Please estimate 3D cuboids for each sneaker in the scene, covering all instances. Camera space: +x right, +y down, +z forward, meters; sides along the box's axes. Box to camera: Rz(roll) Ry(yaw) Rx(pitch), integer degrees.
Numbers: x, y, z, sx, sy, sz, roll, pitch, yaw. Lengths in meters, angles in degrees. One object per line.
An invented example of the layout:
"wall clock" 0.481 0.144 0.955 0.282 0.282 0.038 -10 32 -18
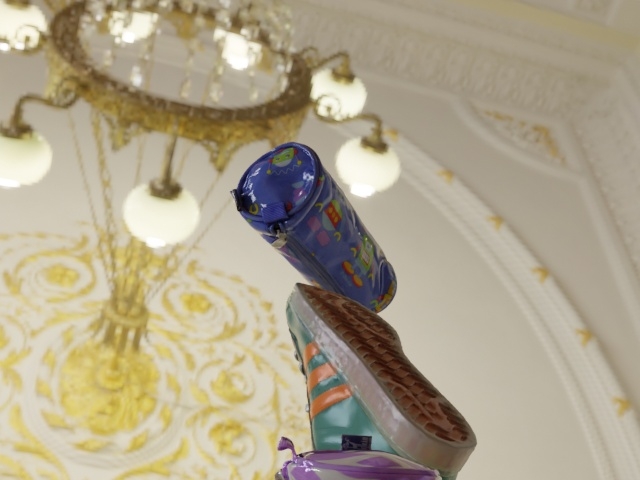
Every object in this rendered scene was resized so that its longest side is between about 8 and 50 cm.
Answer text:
"sneaker" 0.025 0.146 0.999 0.108 0.121 0.302 19 -163 -29

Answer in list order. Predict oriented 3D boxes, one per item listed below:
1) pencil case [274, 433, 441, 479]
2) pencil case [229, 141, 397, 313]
"pencil case" 0.009 0.202 0.551 0.088 0.206 0.086 7 171 -9
"pencil case" 0.000 0.000 1.472 0.119 0.306 0.133 -7 -124 24
